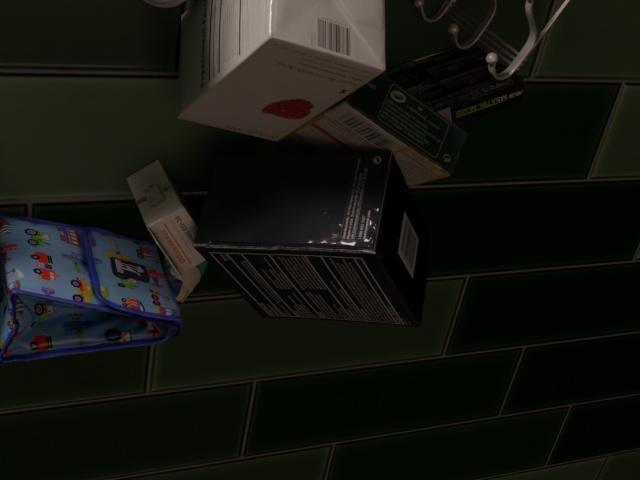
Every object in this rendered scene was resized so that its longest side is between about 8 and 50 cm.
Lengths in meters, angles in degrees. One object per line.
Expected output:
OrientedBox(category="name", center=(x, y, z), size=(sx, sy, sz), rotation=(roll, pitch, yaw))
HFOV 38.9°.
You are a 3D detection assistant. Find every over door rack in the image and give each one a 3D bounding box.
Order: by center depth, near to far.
OrientedBox(category="over door rack", center=(0.312, -0.433, 1.397), size=(0.324, 0.239, 0.108), rotation=(-46, 135, 10))

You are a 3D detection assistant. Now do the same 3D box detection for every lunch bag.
OrientedBox(category="lunch bag", center=(-0.362, 0.078, 1.444), size=(0.293, 0.221, 0.138), rotation=(5, 121, -28))

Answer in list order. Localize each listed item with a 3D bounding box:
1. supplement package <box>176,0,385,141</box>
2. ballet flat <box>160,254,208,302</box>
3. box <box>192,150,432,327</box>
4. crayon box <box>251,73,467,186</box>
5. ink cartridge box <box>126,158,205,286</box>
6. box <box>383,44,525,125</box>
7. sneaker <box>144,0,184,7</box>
OrientedBox(category="supplement package", center=(-0.062, -0.277, 1.269), size=(0.178, 0.175, 0.293), rotation=(10, 162, -30))
OrientedBox(category="ballet flat", center=(-0.276, 0.094, 1.586), size=(0.247, 0.087, 0.083), rotation=(-40, 130, 4))
OrientedBox(category="box", center=(0.000, 0.000, 1.462), size=(0.294, 0.182, 0.296), rotation=(1, 154, 20))
OrientedBox(category="crayon box", center=(0.051, -0.159, 1.447), size=(0.203, 0.323, 0.083), rotation=(31, 69, -22))
OrientedBox(category="ink cartridge box", center=(-0.235, -0.028, 1.445), size=(0.067, 0.198, 0.115), rotation=(-31, 131, -3))
OrientedBox(category="box", center=(0.211, -0.256, 1.508), size=(0.191, 0.184, 0.045), rotation=(-21, 126, -12))
OrientedBox(category="sneaker", center=(-0.277, -0.383, 1.127), size=(0.138, 0.210, 0.366), rotation=(-12, 145, 17))
